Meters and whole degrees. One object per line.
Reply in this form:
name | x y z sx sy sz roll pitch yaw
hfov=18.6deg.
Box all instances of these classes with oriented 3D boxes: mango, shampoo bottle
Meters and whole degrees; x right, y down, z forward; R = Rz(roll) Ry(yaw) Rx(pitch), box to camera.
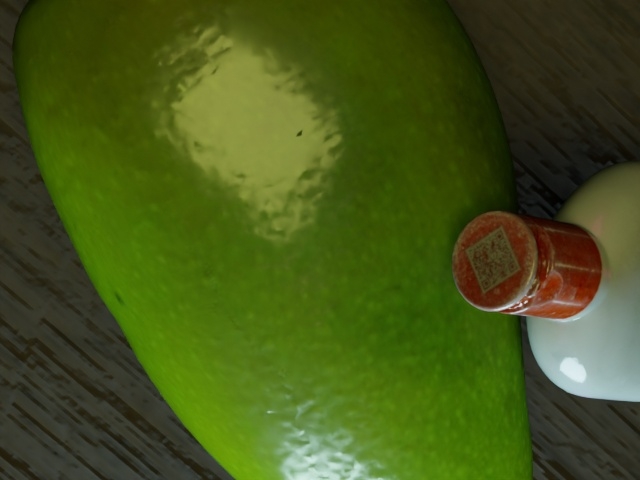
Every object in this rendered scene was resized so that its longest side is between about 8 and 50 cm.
mango | 0.000 0.000 0.853 0.192 0.156 0.343 -26 109 2
shampoo bottle | 0.135 0.018 0.853 0.221 0.051 0.108 8 102 -52
